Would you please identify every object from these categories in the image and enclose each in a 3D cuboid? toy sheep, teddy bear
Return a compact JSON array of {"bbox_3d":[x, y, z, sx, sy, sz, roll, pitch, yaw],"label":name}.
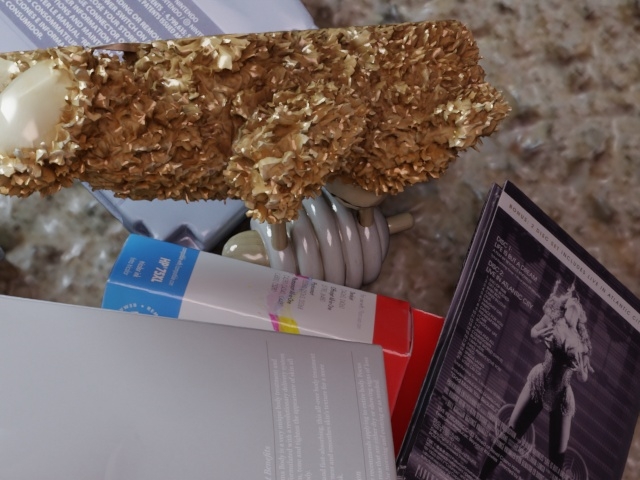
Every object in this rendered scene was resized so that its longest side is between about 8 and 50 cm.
[{"bbox_3d":[0.000,0.000,1.024,0.132,0.091,0.091,-11,78,-13],"label":"toy sheep"},{"bbox_3d":[-0.060,-0.063,0.903,0.338,0.245,0.113,-12,102,-47],"label":"teddy bear"}]

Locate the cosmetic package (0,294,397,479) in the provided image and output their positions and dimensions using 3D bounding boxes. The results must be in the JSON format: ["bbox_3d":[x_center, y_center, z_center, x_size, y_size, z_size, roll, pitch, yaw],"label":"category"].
[{"bbox_3d":[-0.085,0.114,0.836,0.238,0.107,0.127,8,49,-12],"label":"cosmetic package"}]

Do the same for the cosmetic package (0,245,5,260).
[{"bbox_3d":[-0.303,-0.004,0.949,0.151,0.183,0.151,41,77,4],"label":"cosmetic package"}]

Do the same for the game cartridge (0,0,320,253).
[{"bbox_3d":[-0.126,-0.142,1.064,0.196,0.060,0.294,-43,84,-9],"label":"game cartridge"}]

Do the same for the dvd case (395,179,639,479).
[{"bbox_3d":[0.133,0.095,0.977,0.164,0.018,0.221,39,55,-25],"label":"dvd case"}]

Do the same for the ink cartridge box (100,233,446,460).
[{"bbox_3d":[-0.026,0.095,0.975,0.231,0.078,0.134,14,112,-1],"label":"ink cartridge box"}]
